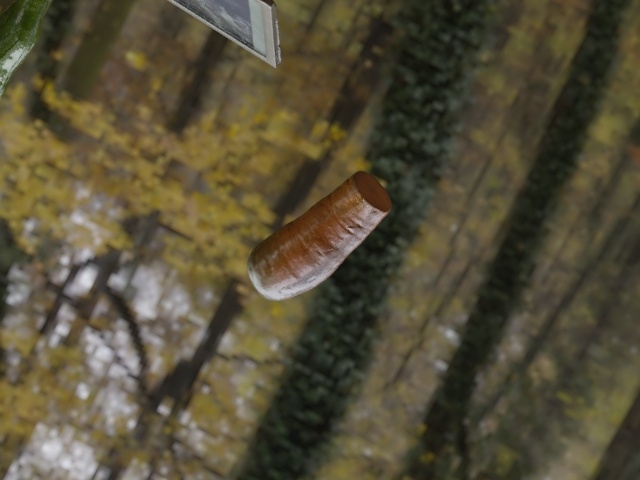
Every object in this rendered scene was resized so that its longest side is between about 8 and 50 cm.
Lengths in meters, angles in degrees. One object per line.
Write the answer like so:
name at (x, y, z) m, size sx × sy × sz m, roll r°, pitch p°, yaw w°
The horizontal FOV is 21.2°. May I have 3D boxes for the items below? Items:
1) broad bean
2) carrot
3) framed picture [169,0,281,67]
broad bean at (-0.392, -0.279, 2.286) m, size 0.056 × 0.318 × 0.098 m, roll 2°, pitch -124°, yaw -55°
carrot at (0.000, 0.000, 2.043) m, size 0.087 × 0.193 × 0.087 m, roll 47°, pitch -160°, yaw -23°
framed picture at (-0.169, -0.335, 2.192) m, size 0.281 × 0.019 × 0.209 m, roll 32°, pitch 167°, yaw 11°
